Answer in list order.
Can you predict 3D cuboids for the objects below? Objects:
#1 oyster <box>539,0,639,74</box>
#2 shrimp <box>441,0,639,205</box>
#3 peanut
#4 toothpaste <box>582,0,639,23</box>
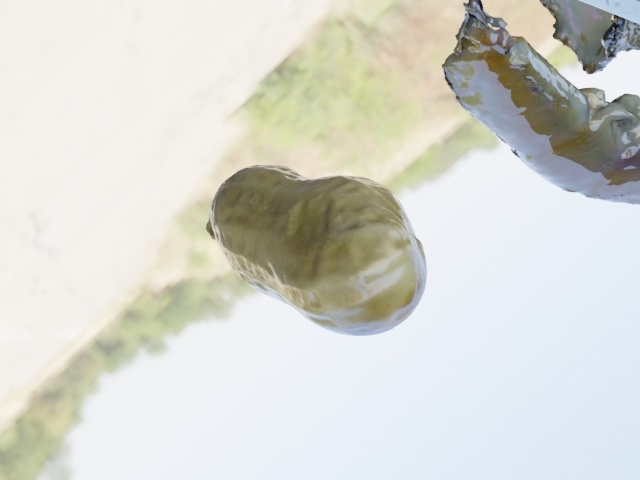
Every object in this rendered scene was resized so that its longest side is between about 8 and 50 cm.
[{"bbox_3d":[0.324,-0.305,2.007,0.092,0.198,0.259,-19,172,-8],"label":"oyster"},{"bbox_3d":[0.199,-0.087,0.947,0.185,0.287,0.068,99,-14,-51],"label":"shrimp"},{"bbox_3d":[0.000,0.000,1.619,0.147,0.147,0.319,-42,-150,-14],"label":"peanut"},{"bbox_3d":[0.187,-0.216,1.205,0.089,0.313,0.071,-63,163,-7],"label":"toothpaste"}]
